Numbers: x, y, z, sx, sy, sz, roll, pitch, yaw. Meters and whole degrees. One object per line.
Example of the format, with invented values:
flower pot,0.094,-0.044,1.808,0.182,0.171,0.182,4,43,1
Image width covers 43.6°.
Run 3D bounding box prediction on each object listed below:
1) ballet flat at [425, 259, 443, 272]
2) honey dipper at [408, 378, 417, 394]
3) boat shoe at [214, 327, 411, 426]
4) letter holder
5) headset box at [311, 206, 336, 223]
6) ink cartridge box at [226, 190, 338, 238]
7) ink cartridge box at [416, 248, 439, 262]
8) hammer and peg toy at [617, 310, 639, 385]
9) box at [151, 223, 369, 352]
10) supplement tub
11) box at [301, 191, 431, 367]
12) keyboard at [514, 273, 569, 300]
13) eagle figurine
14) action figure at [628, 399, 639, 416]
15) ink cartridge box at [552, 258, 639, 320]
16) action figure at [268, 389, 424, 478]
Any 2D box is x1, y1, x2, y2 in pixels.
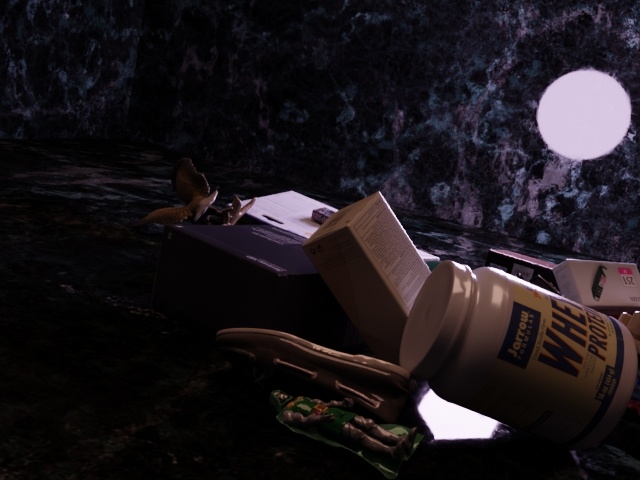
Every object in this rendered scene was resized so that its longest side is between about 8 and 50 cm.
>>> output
ballet flat,0.337,0.100,1.947,0.188,0.070,0.070,20,14,29
honey dipper,0.101,0.260,1.371,0.161,0.030,0.030,0,16,-40
boat shoe,-0.025,0.218,1.275,0.335,0.095,0.112,11,-29,15
letter holder,0.629,0.136,2.237,0.302,0.152,0.214,19,11,34
headset box,0.016,-0.076,2.516,0.083,0.032,0.062,25,25,34
ink cartridge box,-0.080,-0.061,2.567,0.324,0.071,0.330,25,26,32
ink cartridge box,0.235,0.060,2.376,0.140,0.082,0.191,2,16,-39
hammer and peg toy,0.640,0.219,1.603,0.361,0.127,0.266,29,1,15
box,-0.106,0.093,1.605,0.343,0.178,0.313,21,13,41
supplement tub,0.317,0.184,1.313,0.325,0.235,0.235,23,10,-7
box,0.119,0.085,1.469,0.121,0.311,0.148,-24,13,39
keyboard,0.517,0.154,1.823,0.201,0.033,0.317,40,-8,31
eagle figurine,-0.374,-0.091,2.264,0.298,0.225,0.226,26,25,17
action figure,0.614,0.320,1.609,0.038,0.030,0.115,3,18,-16
ink cartridge box,0.724,0.170,1.994,0.275,0.238,0.060,4,-30,-33
action figure,0.022,0.269,1.177,0.232,0.063,0.137,13,14,25
